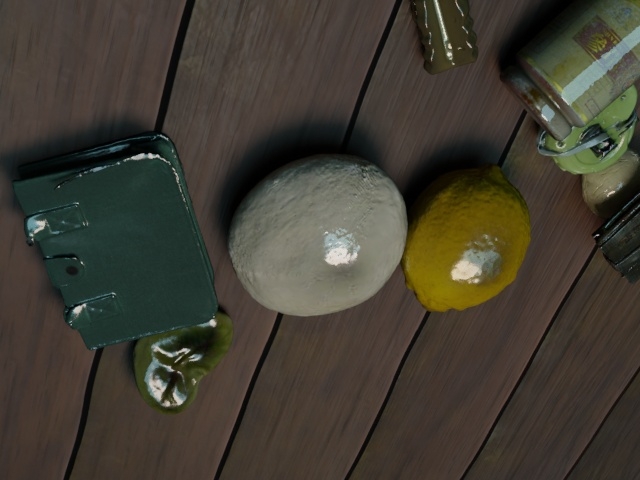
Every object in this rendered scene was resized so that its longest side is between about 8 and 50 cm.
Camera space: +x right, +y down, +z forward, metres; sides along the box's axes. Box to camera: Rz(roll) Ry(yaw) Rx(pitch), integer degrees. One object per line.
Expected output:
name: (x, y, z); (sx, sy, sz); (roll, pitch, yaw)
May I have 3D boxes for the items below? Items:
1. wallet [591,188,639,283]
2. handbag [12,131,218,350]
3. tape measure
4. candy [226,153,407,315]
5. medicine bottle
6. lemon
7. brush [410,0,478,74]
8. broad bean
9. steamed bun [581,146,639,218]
wallet: (0.579, -0.013, 1.499); (0.169, 0.044, 0.317); (-44, 150, 11)
handbag: (-0.295, 0.010, 1.270); (0.238, 0.089, 0.327); (-16, 127, -5)
tape measure: (0.438, -0.181, 1.377); (0.177, 0.087, 0.154); (-37, 131, 12)
candy: (0.000, 0.000, 1.296); (0.295, 0.185, 0.296); (-9, 129, -11)
medicine bottle: (0.430, -0.303, 1.246); (0.322, 0.151, 0.151); (-43, 126, 13)
lemon: (0.231, -0.001, 1.366); (0.204, 0.204, 0.260); (21, 101, -29)
brush: (0.148, -0.370, 1.164); (0.084, 0.071, 0.301); (-21, 123, 1)
broad bean: (-0.238, 0.193, 1.438); (0.153, 0.072, 0.207); (20, 104, -32)
steamed bun: (0.510, -0.092, 1.461); (0.112, 0.091, 0.130); (-21, 128, -2)
